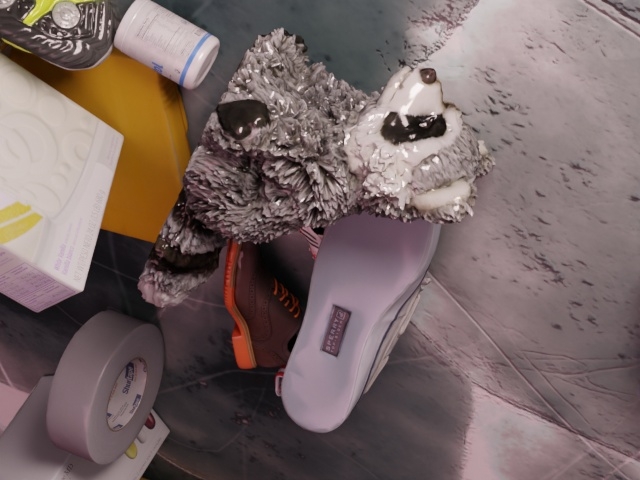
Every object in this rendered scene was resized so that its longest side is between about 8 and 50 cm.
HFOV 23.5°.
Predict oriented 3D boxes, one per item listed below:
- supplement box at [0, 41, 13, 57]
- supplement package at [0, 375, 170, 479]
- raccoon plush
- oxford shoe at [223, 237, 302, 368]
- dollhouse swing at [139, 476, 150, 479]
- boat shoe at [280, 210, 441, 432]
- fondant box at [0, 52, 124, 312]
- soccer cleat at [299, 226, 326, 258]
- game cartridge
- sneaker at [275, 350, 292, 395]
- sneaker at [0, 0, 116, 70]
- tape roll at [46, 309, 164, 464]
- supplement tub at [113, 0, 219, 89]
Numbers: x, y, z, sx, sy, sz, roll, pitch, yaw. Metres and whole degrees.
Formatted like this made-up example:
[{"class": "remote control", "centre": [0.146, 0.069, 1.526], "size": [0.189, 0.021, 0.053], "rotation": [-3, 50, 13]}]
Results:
[{"class": "supplement box", "centre": [-0.420, -0.220, 1.910], "size": [0.036, 0.062, 0.098], "rotation": [38, 140, -2]}, {"class": "supplement package", "centre": [-0.406, 0.353, 2.444], "size": [0.204, 0.262, 0.145], "rotation": [-7, 129, 39]}, {"class": "raccoon plush", "centre": [0.002, -0.044, 1.760], "size": [0.299, 0.216, 0.446], "rotation": [28, 141, -2]}, {"class": "oxford shoe", "centre": [-0.073, 0.071, 2.057], "size": [0.098, 0.097, 0.271], "rotation": [1, 141, 7]}, {"class": "dollhouse swing", "centre": [-0.264, 0.598, 2.618], "size": [0.347, 0.315, 0.305], "rotation": [17, 120, 18]}, {"class": "boat shoe", "centre": [0.072, 0.061, 1.898], "size": [0.136, 0.156, 0.367], "rotation": [25, 114, 16]}, {"class": "fondant box", "centre": [-0.406, -0.098, 1.808], "size": [0.330, 0.238, 0.096], "rotation": [34, 140, -32]}, {"class": "soccer cleat", "centre": [0.000, 0.000, 1.958], "size": [0.036, 0.029, 0.083], "rotation": [-7, 124, 45]}, {"class": "game cartridge", "centre": [-0.295, -0.141, 1.996], "size": [0.285, 0.052, 0.323], "rotation": [15, 137, 21]}, {"class": "sneaker", "centre": [-0.021, 0.213, 2.178], "size": [0.042, 0.067, 0.118], "rotation": [-13, 124, 44]}, {"class": "sneaker", "centre": [-0.408, -0.319, 1.827], "size": [0.385, 0.145, 0.147], "rotation": [31, 163, 5]}, {"class": "tape roll", "centre": [-0.314, 0.215, 2.261], "size": [0.072, 0.219, 0.219], "rotation": [17, 140, 18]}, {"class": "supplement tub", "centre": [-0.178, -0.229, 1.791], "size": [0.107, 0.071, 0.071], "rotation": [29, 143, 4]}]
